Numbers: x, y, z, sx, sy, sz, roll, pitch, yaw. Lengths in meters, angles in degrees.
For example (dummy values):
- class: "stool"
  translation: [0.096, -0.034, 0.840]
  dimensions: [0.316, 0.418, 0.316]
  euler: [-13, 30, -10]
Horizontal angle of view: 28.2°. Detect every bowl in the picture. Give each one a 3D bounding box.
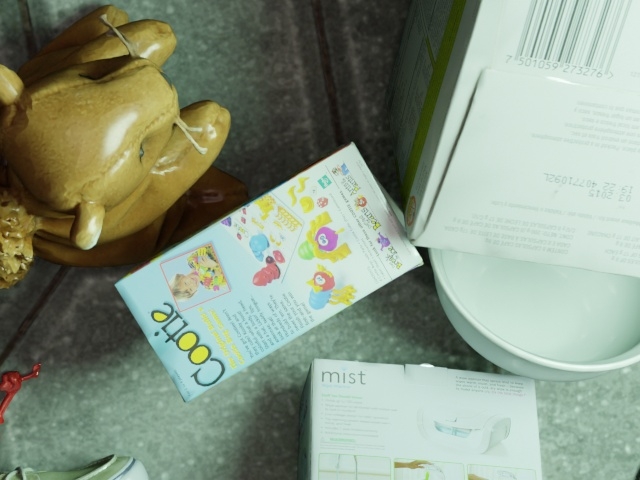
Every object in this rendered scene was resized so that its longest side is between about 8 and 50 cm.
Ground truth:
- class: "bowl"
  translation: [0.251, 0.049, 1.440]
  dimensions: [0.298, 0.134, 0.298]
  euler: [6, 53, -8]

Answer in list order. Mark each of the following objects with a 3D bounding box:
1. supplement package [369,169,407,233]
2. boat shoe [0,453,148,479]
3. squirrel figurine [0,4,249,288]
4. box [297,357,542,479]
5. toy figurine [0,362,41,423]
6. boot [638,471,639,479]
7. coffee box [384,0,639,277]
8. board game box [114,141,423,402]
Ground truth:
- class: "supplement package"
  translation: [0.000, 0.000, 1.451]
  dimensions: [0.179, 0.105, 0.105]
  euler: [-39, 98, -2]
- class: "boat shoe"
  translation: [-0.345, 0.308, 1.441]
  dimensions: [0.302, 0.109, 0.094]
  euler: [-25, 95, -1]
- class: "squirrel figurine"
  translation: [-0.281, -0.064, 1.280]
  dimensions: [0.397, 0.370, 0.281]
  euler: [-27, 98, -3]
- class: "box"
  translation: [0.107, 0.265, 1.424]
  dimensions: [0.262, 0.127, 0.231]
  euler: [5, 57, -7]
- class: "toy figurine"
  translation: [-0.487, 0.112, 1.351]
  dimensions: [0.191, 0.217, 0.362]
  euler: [-45, 99, -1]
- class: "boot"
  translation: [0.496, 0.251, 1.500]
  dimensions: [0.246, 0.161, 0.083]
  euler: [-37, 97, -2]
- class: "coffee box"
  translation: [0.274, -0.197, 1.299]
  dimensions: [0.337, 0.334, 0.338]
  euler: [9, 121, -8]
- class: "board game box"
  translation: [-0.055, 0.028, 1.323]
  dimensions: [0.275, 0.142, 0.144]
  euler: [-30, 95, -2]
